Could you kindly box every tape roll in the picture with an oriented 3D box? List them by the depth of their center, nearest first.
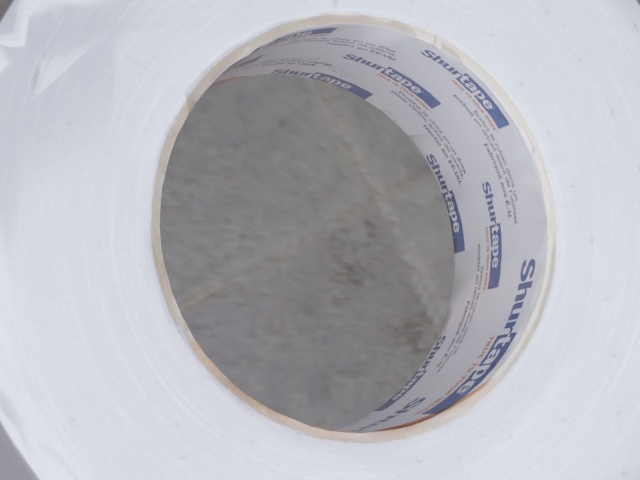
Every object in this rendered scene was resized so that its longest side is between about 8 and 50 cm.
[{"bbox_3d":[0.000,0.000,0.546,0.219,0.072,0.219,3,82,-18],"label":"tape roll"}]
